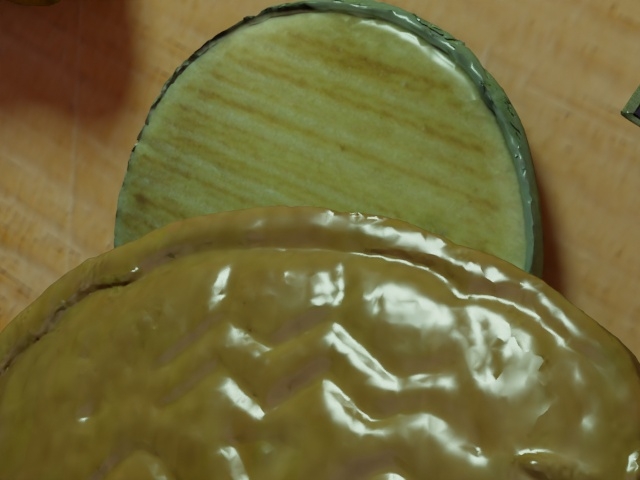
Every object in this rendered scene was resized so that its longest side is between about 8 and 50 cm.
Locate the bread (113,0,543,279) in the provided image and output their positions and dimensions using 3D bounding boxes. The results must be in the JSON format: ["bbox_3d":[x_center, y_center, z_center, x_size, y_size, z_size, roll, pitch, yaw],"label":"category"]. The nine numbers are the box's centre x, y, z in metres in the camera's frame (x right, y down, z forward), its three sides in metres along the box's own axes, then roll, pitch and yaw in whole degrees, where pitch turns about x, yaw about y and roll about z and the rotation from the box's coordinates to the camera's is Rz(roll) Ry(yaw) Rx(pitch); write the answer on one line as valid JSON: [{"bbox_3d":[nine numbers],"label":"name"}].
[{"bbox_3d":[0.000,0.000,0.715,0.267,0.040,0.266,1,91,28],"label":"bread"}]

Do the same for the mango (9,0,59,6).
[{"bbox_3d":[-0.236,-0.214,0.806,0.262,0.109,0.157,22,92,22],"label":"mango"}]

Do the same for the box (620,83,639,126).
[{"bbox_3d":[0.197,-0.068,0.608,0.083,0.035,0.079,38,108,24],"label":"box"}]

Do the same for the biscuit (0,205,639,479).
[{"bbox_3d":[-0.029,0.160,0.626,0.385,0.062,0.364,-4,74,25],"label":"biscuit"}]
